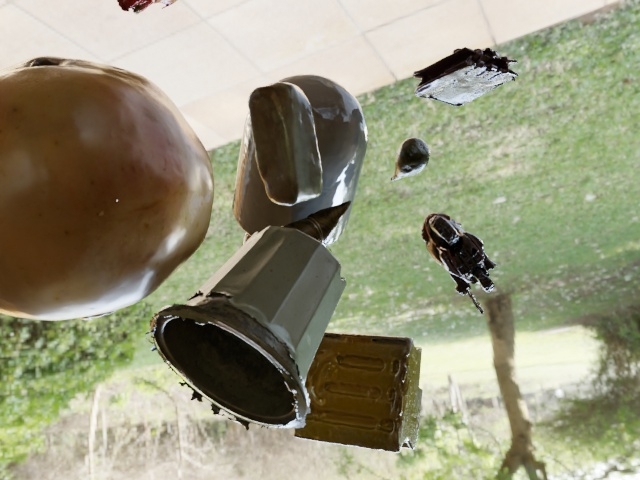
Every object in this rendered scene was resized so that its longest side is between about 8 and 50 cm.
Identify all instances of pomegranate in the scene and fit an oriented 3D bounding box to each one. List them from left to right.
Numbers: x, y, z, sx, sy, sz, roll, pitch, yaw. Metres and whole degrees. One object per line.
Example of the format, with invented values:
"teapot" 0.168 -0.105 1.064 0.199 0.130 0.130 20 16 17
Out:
"pomegranate" -0.353 -0.060 0.971 0.411 0.412 0.411 -8 163 -3

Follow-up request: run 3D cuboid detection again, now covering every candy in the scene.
"candy" -0.067 -0.186 1.301 0.102 0.234 0.104 1 -168 34

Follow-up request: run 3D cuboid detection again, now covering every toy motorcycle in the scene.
"toy motorcycle" 0.387 0.054 1.825 0.134 0.207 0.401 -42 118 4

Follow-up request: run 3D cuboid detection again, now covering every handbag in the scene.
"handbag" 0.367 -0.423 1.717 0.203 0.074 0.216 0 168 -36

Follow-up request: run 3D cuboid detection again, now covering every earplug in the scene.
"earplug" -0.046 -0.204 1.653 0.312 0.313 0.394 -4 139 -17

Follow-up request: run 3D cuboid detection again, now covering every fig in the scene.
"fig" 0.282 -0.245 2.154 0.117 0.117 0.177 -1 139 -23

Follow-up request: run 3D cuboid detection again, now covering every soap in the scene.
"soap" 0.087 0.349 1.579 0.281 0.259 0.143 0 165 32

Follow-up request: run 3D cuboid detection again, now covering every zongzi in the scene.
"zongzi" 0.000 0.000 1.605 0.184 0.084 0.187 -30 150 -15

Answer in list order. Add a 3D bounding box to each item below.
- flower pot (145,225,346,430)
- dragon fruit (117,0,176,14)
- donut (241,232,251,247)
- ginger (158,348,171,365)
"flower pot" -0.098 0.127 1.095 0.290 0.259 0.290 19 141 16
"dragon fruit" -0.276 -0.526 1.207 0.205 0.210 0.268 24 113 -41
"donut" -0.106 0.028 1.818 0.226 0.227 0.114 -7 149 -7
"ginger" -0.284 0.228 1.465 0.081 0.115 0.205 -29 149 9
